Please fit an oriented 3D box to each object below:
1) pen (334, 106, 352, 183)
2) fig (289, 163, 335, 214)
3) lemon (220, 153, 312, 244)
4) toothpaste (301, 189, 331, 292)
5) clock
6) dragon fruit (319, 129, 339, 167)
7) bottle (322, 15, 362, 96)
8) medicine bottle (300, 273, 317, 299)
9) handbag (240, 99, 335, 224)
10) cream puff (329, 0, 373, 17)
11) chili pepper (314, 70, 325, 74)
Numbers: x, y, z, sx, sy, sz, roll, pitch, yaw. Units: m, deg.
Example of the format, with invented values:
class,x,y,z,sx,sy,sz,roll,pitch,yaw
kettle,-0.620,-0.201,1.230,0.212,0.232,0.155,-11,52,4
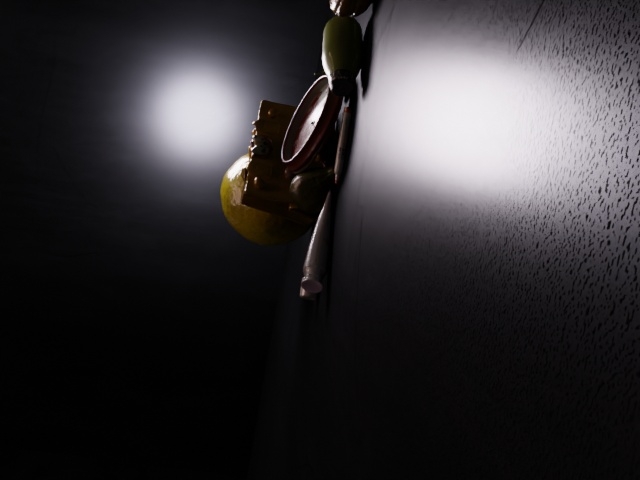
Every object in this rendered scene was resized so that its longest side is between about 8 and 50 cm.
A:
class,x,y,z,sx,sy,sz,roll,pitch,yaw
pen,0.060,-0.264,1.801,0.026,0.026,0.218,162,118,-83
fig,0.000,-0.165,1.939,0.132,0.185,0.127,60,-164,9
lemon,-0.167,-0.139,2.288,0.364,0.365,0.363,-171,90,-84
toothpaste,0.000,0.000,1.801,0.100,0.066,0.323,99,-179,-50
clock,-0.016,-0.347,1.940,0.318,0.080,0.318,-51,24,34
dragon fruit,0.018,-0.278,2.031,0.097,0.063,0.131,-94,14,-66
bottle,0.060,-0.499,1.761,0.112,0.112,0.260,107,168,-51
medicine bottle,-0.030,0.128,1.901,0.052,0.052,0.089,123,155,-75
handbag,-0.105,-0.266,2.122,0.133,0.283,0.400,117,163,-60
cream puff,0.091,-0.674,1.727,0.165,0.115,0.150,137,136,-65
chili pepper,0.059,-0.630,2.173,0.204,0.073,0.072,-53,8,52
